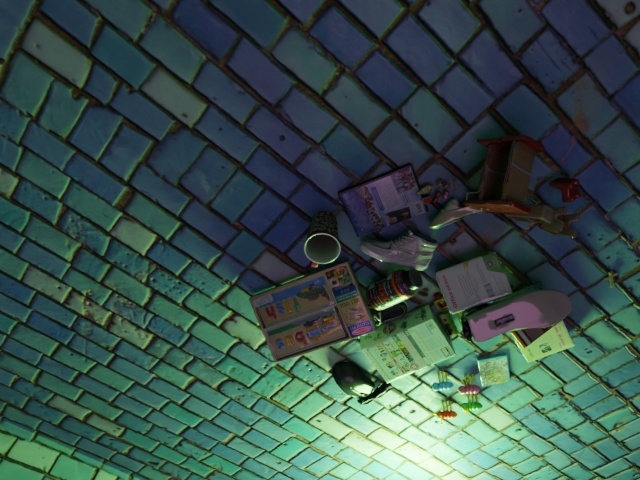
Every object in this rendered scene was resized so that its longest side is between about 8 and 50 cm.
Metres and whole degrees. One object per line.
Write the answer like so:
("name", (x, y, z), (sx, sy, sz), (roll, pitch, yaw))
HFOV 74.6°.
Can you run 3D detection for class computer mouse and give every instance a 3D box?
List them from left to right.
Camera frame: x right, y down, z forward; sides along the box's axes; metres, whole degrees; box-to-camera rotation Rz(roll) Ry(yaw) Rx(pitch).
("computer mouse", (0.162, 0.618, 1.793), (0.188, 0.072, 0.272), (-40, 112, 23))

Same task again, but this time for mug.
("mug", (-0.005, -0.007, 1.369), (0.150, 0.169, 0.113), (-39, 113, 23))

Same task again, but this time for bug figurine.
("bug figurine", (0.585, 0.685, 1.816), (0.216, 0.072, 0.279), (-12, 119, 9))

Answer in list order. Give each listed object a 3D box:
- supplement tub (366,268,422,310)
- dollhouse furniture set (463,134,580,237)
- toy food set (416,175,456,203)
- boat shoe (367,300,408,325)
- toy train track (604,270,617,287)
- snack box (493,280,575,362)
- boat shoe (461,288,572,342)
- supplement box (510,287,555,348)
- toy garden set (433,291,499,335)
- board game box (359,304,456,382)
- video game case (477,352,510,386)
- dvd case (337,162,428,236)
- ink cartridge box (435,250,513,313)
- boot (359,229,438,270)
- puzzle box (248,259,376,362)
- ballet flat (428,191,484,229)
("supplement tub", (0.260, 0.167, 1.471), (0.106, 0.106, 0.198), (38, 133, -19))
("dollhouse furniture set", (0.622, -0.153, 1.261), (0.374, 0.152, 0.201), (16, 87, -33))
("toy food set", (0.373, -0.152, 1.340), (0.122, 0.019, 0.078), (-27, 117, 4))
("boat shoe", (0.182, 0.287, 1.582), (0.302, 0.091, 0.114), (-12, 120, 9))
("toy train track", (1.040, 0.138, 1.507), (0.048, 0.014, 0.083), (-28, 122, 9))
("snack box", (0.812, 0.316, 1.593), (0.187, 0.060, 0.322), (-28, 115, 19))
("boat shoe", (0.633, 0.234, 1.406), (0.340, 0.158, 0.127), (-17, 92, 11))
("supplement box", (0.738, 0.269, 1.463), (0.188, 0.081, 0.104), (-41, 111, 8))
("toy garden set", (0.549, 0.264, 1.545), (0.244, 0.049, 0.204), (-18, 115, 29))
("board game box", (0.339, 0.408, 1.648), (0.303, 0.097, 0.224), (-28, 115, 16))
("video game case", (0.727, 0.544, 1.759), (0.119, 0.015, 0.166), (-14, 119, 11))
("dvd case", (0.206, -0.127, 1.375), (0.253, 0.022, 0.180), (-20, 117, 14))
("ink cartridge box", (0.522, 0.145, 1.449), (0.212, 0.093, 0.154), (-22, 82, 13))
("boot", (0.268, 0.011, 1.426), (0.258, 0.095, 0.123), (14, 115, -16))
("puzzle box", (-0.033, 0.266, 1.538), (0.408, 0.052, 0.272), (-22, 93, 15))
("ballet flat", (0.462, -0.108, 1.353), (0.248, 0.086, 0.086), (-17, 119, 11))
